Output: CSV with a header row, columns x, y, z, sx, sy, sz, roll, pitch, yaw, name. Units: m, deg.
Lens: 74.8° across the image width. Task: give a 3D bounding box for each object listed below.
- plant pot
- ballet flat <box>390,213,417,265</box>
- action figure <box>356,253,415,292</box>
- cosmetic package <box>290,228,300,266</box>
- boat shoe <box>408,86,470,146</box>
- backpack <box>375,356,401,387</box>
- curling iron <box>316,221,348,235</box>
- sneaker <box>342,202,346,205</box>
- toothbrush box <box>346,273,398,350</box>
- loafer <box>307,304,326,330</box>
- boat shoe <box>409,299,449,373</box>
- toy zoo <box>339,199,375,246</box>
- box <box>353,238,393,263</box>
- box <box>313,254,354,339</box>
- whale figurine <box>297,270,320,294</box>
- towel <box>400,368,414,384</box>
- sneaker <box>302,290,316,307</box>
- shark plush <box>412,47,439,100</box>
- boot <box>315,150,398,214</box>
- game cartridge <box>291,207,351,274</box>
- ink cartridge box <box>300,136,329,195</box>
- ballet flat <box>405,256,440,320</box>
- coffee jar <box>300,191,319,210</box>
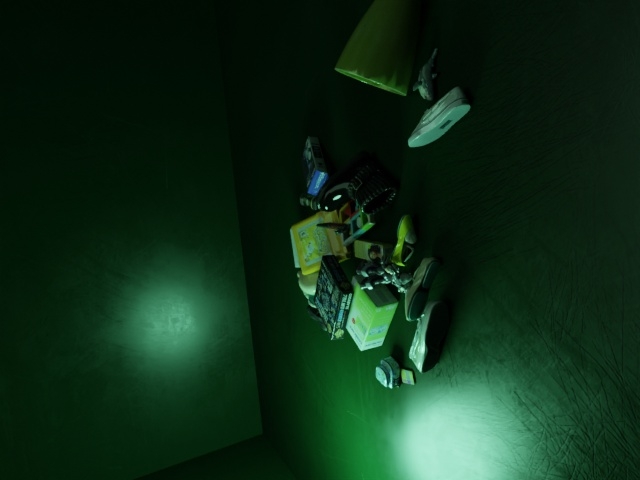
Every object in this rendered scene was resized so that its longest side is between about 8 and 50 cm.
x,y,z,sx,sy,sz,roll,pitch,yaw,name
0.226,-0.696,1.457,0.275,0.275,0.293,44,120,50,plant pot
0.334,0.006,1.630,0.077,0.077,0.230,33,132,30,ballet flat
0.267,0.138,1.684,0.285,0.099,0.185,-2,120,53,action figure
-0.096,0.034,2.420,0.086,0.118,0.230,-10,89,63,cosmetic package
0.385,-0.405,1.392,0.258,0.095,0.084,-33,63,50,boat shoe
0.297,0.577,1.836,0.105,0.084,0.114,35,129,55,backpack
0.047,-0.067,2.016,0.274,0.068,0.035,17,135,61,curling iron
0.085,-0.242,2.052,0.185,0.070,0.083,48,122,47,sneaker
0.214,0.318,1.888,0.206,0.122,0.283,55,144,43,toothbrush box
-0.003,0.426,2.402,0.223,0.076,0.078,39,126,47,loafer
0.392,0.348,1.556,0.103,0.118,0.320,40,139,47,boat shoe
0.151,-0.099,1.918,0.293,0.030,0.192,-42,46,54,toy zoo
0.228,0.044,1.849,0.232,0.058,0.087,12,107,63,box
0.057,0.268,2.007,0.295,0.074,0.293,-119,32,-53,box
-0.022,0.174,2.316,0.217,0.141,0.271,-17,58,25,whale figurine
0.369,0.577,1.779,0.083,0.010,0.060,-20,79,62,towel
-0.025,0.299,2.381,0.275,0.107,0.109,44,125,51,sneaker
0.376,-0.561,1.423,0.067,0.073,0.161,24,99,37,shark plush
0.141,-0.185,1.769,0.348,0.131,0.260,-47,51,26,boot
0.000,0.000,2.162,0.324,0.053,0.285,-25,74,39,game cartridge
-0.033,-0.370,2.166,0.165,0.065,0.332,114,150,-45,ink cartridge box
0.361,0.173,1.537,0.086,0.086,0.248,31,97,57,ballet flat
-0.031,-0.209,2.245,0.184,0.096,0.078,28,125,57,coffee jar
